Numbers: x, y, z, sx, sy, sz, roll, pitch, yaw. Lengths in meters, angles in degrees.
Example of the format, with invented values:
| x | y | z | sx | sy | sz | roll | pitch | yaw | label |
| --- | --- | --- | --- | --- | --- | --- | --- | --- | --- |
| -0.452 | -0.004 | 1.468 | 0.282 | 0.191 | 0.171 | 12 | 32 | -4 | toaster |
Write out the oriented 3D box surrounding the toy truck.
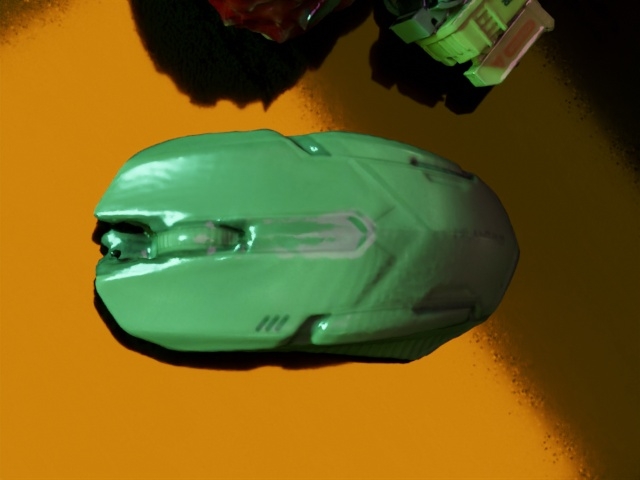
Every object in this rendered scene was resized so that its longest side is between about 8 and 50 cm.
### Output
| x | y | z | sx | sy | sz | roll | pitch | yaw | label |
| --- | --- | --- | --- | --- | --- | --- | --- | --- | --- |
| 0.198 | -0.292 | 1.411 | 0.157 | 0.124 | 0.272 | 44 | 76 | -15 | toy truck |

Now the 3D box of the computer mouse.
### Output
| x | y | z | sx | sy | sz | roll | pitch | yaw | label |
| --- | --- | --- | --- | --- | --- | --- | --- | --- | --- |
| -0.002 | -0.001 | 1.297 | 0.429 | 0.145 | 0.228 | 0 | 80 | -11 | computer mouse |

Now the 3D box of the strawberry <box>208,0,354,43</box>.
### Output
| x | y | z | sx | sy | sz | roll | pitch | yaw | label |
| --- | --- | --- | --- | --- | --- | --- | --- | --- | --- |
| -0.065 | -0.393 | 1.325 | 0.345 | 0.295 | 0.317 | 40 | 108 | 21 | strawberry |
